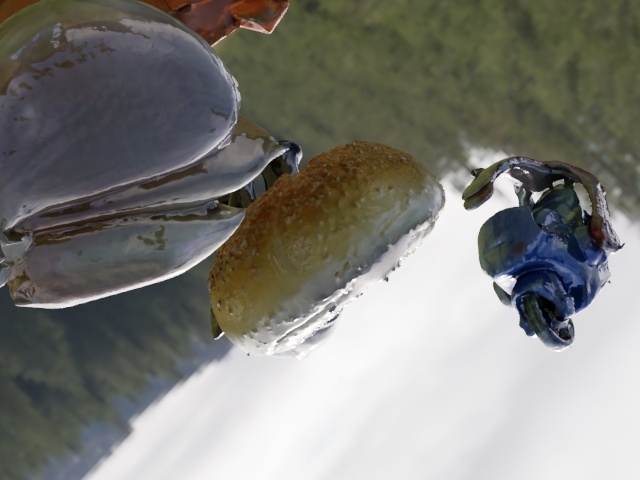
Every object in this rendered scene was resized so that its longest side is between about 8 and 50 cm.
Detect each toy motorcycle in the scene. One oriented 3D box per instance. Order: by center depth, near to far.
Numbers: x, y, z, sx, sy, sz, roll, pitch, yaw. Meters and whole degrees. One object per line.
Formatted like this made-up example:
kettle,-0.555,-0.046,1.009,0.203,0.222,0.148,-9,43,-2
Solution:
toy motorcycle,0.283,0.011,2.367,0.182,0.241,0.319,-62,172,27

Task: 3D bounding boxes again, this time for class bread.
bread,0.000,0.000,1.900,0.305,0.158,0.305,-36,178,-1

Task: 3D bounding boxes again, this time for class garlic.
garlic,-0.201,-0.085,1.536,0.325,0.279,0.132,-26,-144,-24

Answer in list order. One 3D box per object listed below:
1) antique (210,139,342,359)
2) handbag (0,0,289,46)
antique,-0.060,0.031,2.368,0.185,0.255,0.322,-11,154,10
handbag,-0.209,-0.263,1.864,0.410,0.116,0.303,-32,-142,-3
